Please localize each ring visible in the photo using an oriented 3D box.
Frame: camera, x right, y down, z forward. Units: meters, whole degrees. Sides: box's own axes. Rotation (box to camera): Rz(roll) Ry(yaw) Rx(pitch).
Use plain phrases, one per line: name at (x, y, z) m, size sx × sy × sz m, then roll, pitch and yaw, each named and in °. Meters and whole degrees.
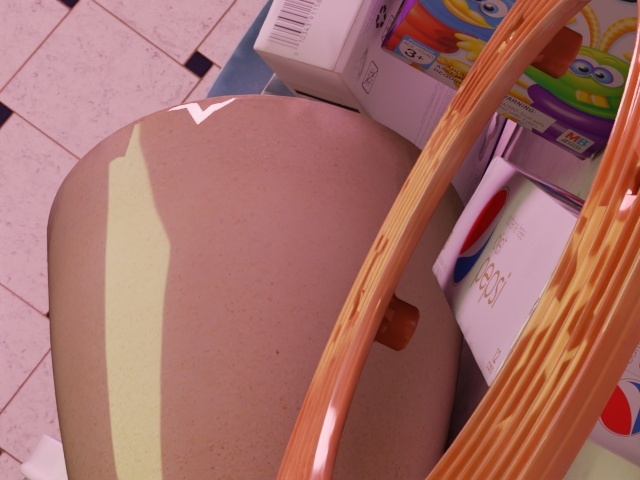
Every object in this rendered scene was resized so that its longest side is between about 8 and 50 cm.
ring at (0.059, 0.011, 0.483) m, size 0.336 × 0.032 × 0.336 m, roll -62°, pitch 7°, yaw 13°

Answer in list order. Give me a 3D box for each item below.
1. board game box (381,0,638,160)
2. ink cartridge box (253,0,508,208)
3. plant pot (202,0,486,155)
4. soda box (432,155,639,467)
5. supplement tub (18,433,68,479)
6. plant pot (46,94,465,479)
board game box at (0.151, -0.167, 0.689) m, size 0.144 × 0.142 × 0.275 m, roll -64°, pitch 5°, yaw -17°
ink cartridge box at (0.065, -0.130, 0.934) m, size 0.165 × 0.065 × 0.332 m, roll -68°, pitch -23°, yaw -9°
plant pot at (0.020, -0.092, 1.152) m, size 0.290 × 0.195 × 0.290 m, roll -52°, pitch 15°, yaw 20°
soda box at (0.102, 0.020, 0.584) m, size 0.069 × 0.074 × 0.216 m, roll -62°, pitch 5°, yaw 8°
supplement tub at (-0.173, 0.311, 0.924) m, size 0.316 × 0.228 × 0.228 m, roll -64°, pitch 5°, yaw -11°
plant pot at (-0.037, 0.107, 0.756) m, size 0.274 × 0.256 × 0.256 m, roll -90°, pitch 23°, yaw -43°
